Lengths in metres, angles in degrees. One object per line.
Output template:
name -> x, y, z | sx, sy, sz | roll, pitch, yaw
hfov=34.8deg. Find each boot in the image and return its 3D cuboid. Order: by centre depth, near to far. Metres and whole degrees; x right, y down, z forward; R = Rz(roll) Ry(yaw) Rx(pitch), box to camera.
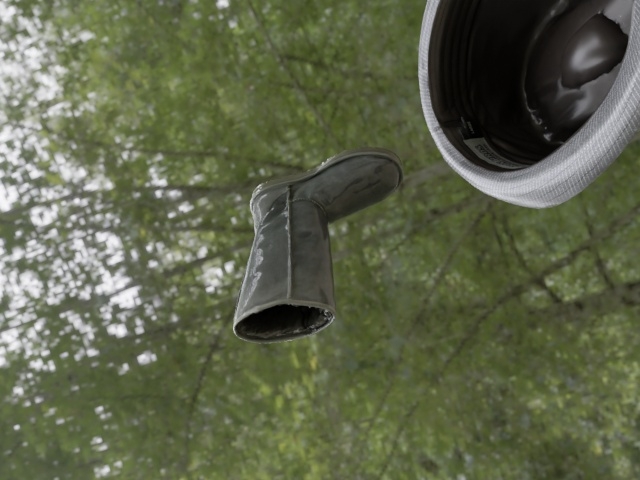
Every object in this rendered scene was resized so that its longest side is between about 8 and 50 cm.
boot -> 0.002, 0.001, 1.036 | 0.208, 0.190, 0.076 | -90, -25, -57

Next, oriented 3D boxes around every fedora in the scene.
fedora -> 0.191, -0.153, 0.760 | 0.124, 0.275, 0.243 | -5, -127, -31
